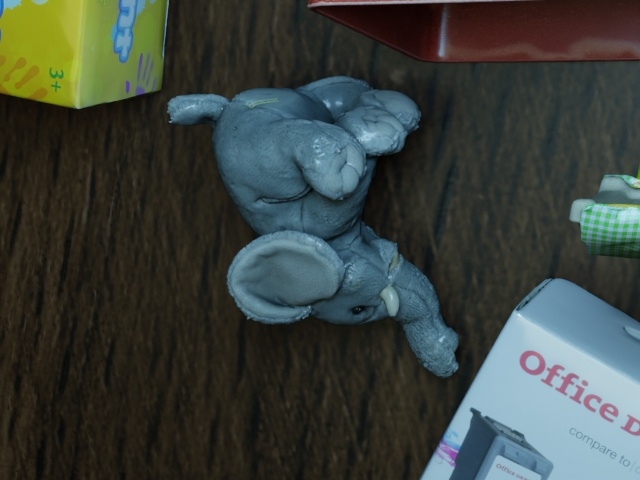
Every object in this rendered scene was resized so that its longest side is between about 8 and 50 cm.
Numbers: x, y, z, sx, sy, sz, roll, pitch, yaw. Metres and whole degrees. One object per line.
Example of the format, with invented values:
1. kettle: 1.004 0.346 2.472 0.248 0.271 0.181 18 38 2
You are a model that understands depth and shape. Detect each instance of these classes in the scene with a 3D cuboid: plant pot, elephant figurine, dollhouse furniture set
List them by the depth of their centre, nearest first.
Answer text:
1. dollhouse furniture set: 0.290 0.031 1.072 0.197 0.301 0.151 1 98 19
2. plant pot: 0.163 -0.260 1.101 0.267 0.267 0.236 2 89 21
3. elephant figurine: 0.000 0.000 1.272 0.186 0.169 0.239 30 130 43

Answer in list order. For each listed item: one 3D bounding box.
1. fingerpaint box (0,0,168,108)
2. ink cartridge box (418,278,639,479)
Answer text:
1. fingerpaint box: -0.305 -0.362 1.300 0.371 0.163 0.445 13 105 19
2. ink cartridge box: 0.192 0.219 1.244 0.226 0.131 0.306 30 111 13
